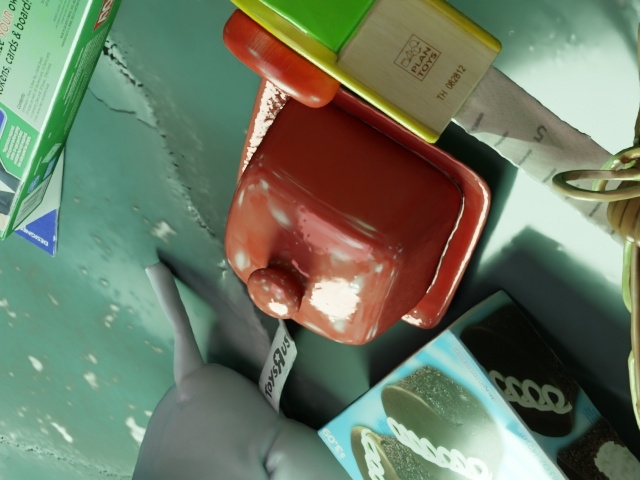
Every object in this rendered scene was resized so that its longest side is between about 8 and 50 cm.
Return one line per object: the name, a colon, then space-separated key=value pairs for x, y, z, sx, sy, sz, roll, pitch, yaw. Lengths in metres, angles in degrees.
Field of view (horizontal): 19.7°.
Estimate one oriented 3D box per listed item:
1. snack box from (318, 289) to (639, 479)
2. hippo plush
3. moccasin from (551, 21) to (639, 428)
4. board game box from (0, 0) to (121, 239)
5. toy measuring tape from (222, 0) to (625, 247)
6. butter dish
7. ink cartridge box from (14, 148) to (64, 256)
snack box: x=0.151 y=0.204 z=1.166 sx=0.322 sy=0.060 sz=0.187 roll=52 pitch=144 yaw=5
hippo plush: x=-0.079 y=0.227 z=1.295 sx=0.234 sy=0.236 sz=0.294 roll=23 pitch=140 yaw=22
moccasin: x=0.196 y=-0.026 z=0.866 sx=0.139 sy=0.147 sz=0.380 roll=24 pitch=140 yaw=22
board game box: x=-0.228 y=-0.155 z=1.094 sx=0.213 sy=0.046 sz=0.317 roll=39 pitch=144 yaw=3
toy measuring tape: x=0.054 y=-0.098 z=0.979 sx=0.330 sy=0.121 sz=0.121 roll=33 pitch=147 yaw=-20
butter dish: x=0.000 y=0.000 z=1.092 sx=0.160 sy=0.118 sz=0.160 roll=32 pitch=142 yaw=11
ink cartridge box: x=-0.254 y=-0.128 z=1.237 sx=0.176 sy=0.069 sz=0.371 roll=30 pitch=145 yaw=13
